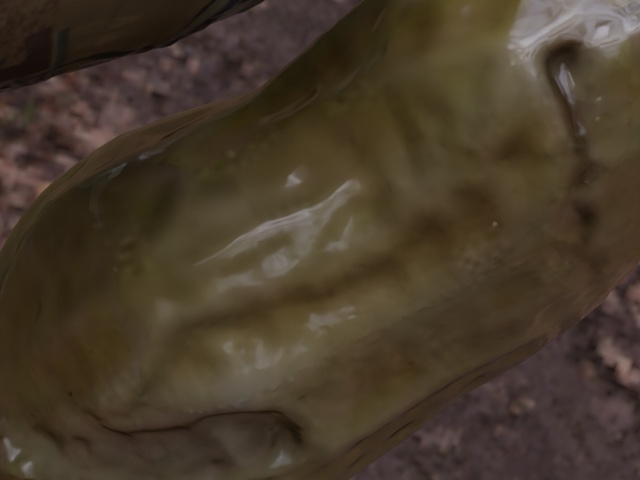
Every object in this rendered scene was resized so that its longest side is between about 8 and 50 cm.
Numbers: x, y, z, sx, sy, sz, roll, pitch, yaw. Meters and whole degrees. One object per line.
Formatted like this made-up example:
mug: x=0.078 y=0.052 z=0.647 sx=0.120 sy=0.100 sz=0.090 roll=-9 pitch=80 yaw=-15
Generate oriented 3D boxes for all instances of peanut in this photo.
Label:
peanut: x=0.002 y=0.002 z=0.714 sx=0.174 sy=0.340 sz=0.158 roll=50 pitch=13 yaw=-45

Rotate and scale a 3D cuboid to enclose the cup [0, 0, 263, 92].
cup: x=-0.118 y=-0.174 z=0.641 sx=0.257 sy=0.227 sz=0.301 roll=-10 pitch=38 yaw=-41
